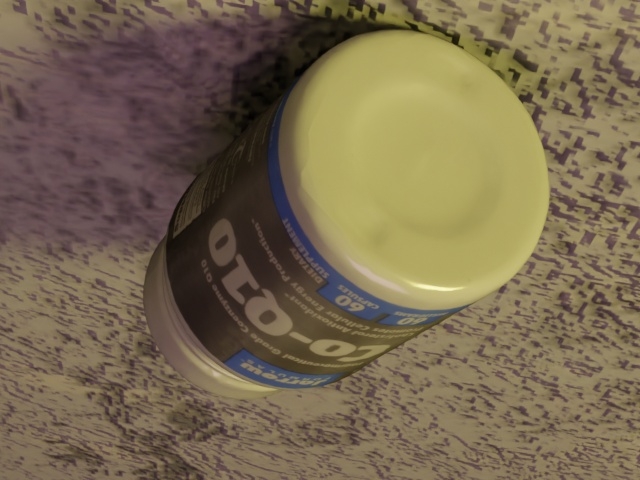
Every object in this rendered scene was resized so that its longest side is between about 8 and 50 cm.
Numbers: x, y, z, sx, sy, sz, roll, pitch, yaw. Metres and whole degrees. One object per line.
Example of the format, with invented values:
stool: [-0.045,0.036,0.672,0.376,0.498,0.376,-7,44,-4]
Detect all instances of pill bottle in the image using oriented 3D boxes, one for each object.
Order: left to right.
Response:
pill bottle: [0.000,0.000,0.492,0.078,0.078,0.137,16,155,-19]
